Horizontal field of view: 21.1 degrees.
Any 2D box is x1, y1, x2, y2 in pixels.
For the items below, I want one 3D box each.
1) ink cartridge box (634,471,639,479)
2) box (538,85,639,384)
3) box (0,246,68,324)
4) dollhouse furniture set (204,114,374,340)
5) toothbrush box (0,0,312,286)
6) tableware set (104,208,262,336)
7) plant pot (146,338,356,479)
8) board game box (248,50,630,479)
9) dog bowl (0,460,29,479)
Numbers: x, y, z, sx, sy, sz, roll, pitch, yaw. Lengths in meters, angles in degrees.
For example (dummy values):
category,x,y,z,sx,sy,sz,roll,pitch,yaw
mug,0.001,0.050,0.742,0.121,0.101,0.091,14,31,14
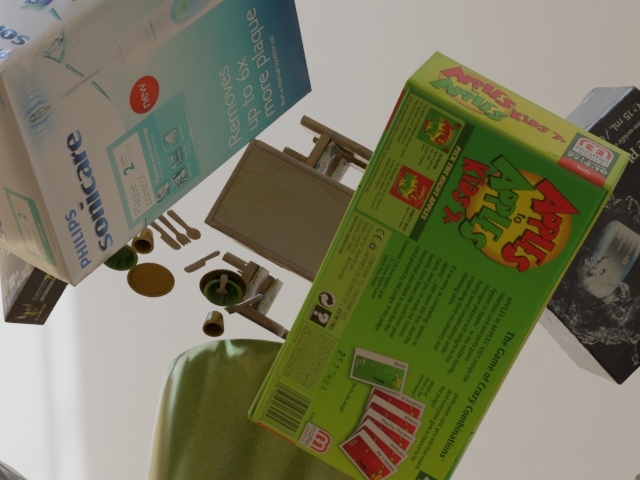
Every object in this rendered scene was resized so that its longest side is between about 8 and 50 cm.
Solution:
category,x,y,z,sx,sy,sz,roll,pitch,yaw
ink cartridge box,0.342,0.211,1.200,0.208,0.153,0.087,52,-5,40
box,0.212,-0.006,1.266,0.158,0.156,0.093,48,-4,-10
box,-0.344,-0.029,2.135,0.059,0.232,0.183,7,56,-26
dollhouse furniture set,0.000,0.000,1.755,0.161,0.212,0.242,29,-4,14
toothbrush box,-0.160,-0.144,1.375,0.126,0.295,0.216,26,-38,35
tableware set,-0.139,0.040,1.692,0.154,0.104,0.024,46,31,-32
plant pot,-0.068,0.294,1.695,0.275,0.275,0.293,41,48,-29
board game box,0.047,0.022,0.729,0.092,0.181,0.043,29,30,7
dog bowl,-0.322,0.213,0.947,0.102,0.349,0.349,57,1,-26
